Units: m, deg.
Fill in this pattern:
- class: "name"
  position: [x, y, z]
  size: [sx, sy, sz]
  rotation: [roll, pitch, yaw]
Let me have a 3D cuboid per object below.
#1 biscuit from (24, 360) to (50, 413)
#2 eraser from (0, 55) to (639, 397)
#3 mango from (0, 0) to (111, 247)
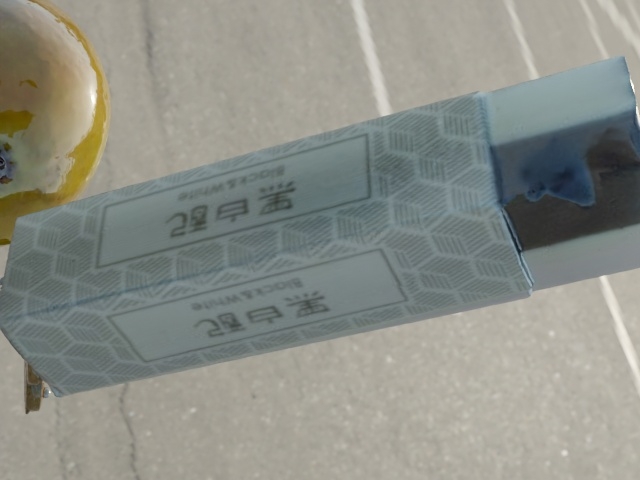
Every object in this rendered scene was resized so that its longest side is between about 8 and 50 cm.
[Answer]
- class: "biscuit"
  position: [-0.274, 0.080, 1.183]
  size: [0.031, 0.205, 0.138]
  rotation: [1, 31, -16]
- class: "eraser"
  position: [0.000, 0.000, 0.747]
  size: [0.096, 0.404, 0.098]
  rotation: [58, 24, -46]
- class: "mango"
  position: [-0.391, -0.120, 1.061]
  size: [0.300, 0.445, 0.232]
  rotation: [-42, 136, -48]
